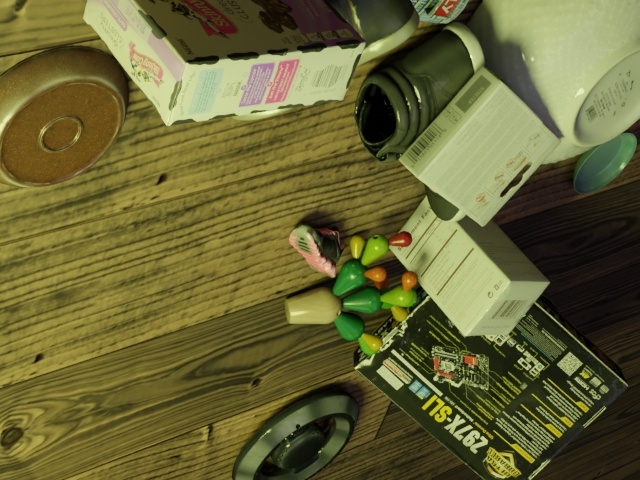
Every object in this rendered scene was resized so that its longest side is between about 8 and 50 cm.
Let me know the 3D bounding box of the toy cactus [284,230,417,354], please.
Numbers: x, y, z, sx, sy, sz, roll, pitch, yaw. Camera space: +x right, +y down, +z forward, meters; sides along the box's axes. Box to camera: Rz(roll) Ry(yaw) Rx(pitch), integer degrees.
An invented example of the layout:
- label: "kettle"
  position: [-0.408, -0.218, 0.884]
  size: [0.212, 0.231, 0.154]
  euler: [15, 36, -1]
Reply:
- label: "toy cactus"
  position: [0.041, 0.072, 1.748]
  size: [0.181, 0.112, 0.219]
  euler: [-8, 144, -12]

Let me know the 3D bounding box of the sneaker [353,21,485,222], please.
- label: "sneaker"
  position: [0.111, -0.116, 1.551]
  size: [0.147, 0.104, 0.295]
  euler: [-25, 141, -18]

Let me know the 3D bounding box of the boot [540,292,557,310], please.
- label: "boot"
  position: [0.352, 0.162, 2.092]
  size: [0.085, 0.178, 0.236]
  euler: [-51, 147, 19]

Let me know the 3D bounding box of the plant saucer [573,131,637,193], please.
- label: "plant saucer"
  position: [0.421, -0.121, 1.944]
  size: [0.119, 0.021, 0.119]
  euler: [-26, 147, -19]

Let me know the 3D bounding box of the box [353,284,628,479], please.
- label: "box"
  position: [0.251, 0.190, 1.920]
  size: [0.257, 0.322, 0.079]
  euler: [-47, -169, 15]

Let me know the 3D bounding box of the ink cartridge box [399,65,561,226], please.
- label: "ink cartridge box"
  position: [0.190, -0.107, 1.511]
  size: [0.145, 0.045, 0.179]
  euler: [-48, 146, 8]

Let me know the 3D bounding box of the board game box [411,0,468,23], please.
- label: "board game box"
  position: [0.145, -0.307, 1.367]
  size: [0.194, 0.060, 0.194]
  euler: [-2, 134, -44]

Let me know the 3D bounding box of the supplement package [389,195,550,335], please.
- label: "supplement package"
  position: [0.200, 0.032, 1.756]
  size: [0.105, 0.179, 0.105]
  euler: [3, 130, -48]

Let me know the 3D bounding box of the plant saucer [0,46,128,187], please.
- label: "plant saucer"
  position: [-0.253, -0.109, 1.239]
  size: [0.168, 0.029, 0.168]
  euler: [-26, 148, -18]

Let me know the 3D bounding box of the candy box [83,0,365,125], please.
- label: "candy box"
  position: [-0.088, -0.190, 1.171]
  size: [0.196, 0.165, 0.070]
  euler: [-13, 141, -36]

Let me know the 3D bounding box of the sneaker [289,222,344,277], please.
- label: "sneaker"
  position: [0.000, 0.000, 1.648]
  size: [0.057, 0.047, 0.119]
  euler: [-57, 153, -12]

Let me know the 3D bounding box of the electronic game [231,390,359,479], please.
- label: "electronic game"
  position: [-0.037, 0.316, 2.012]
  size: [0.229, 0.048, 0.229]
  euler: [-28, 148, -20]

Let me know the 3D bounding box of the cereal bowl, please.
- label: "cereal bowl"
  position: [0.328, -0.220, 1.600]
  size: [0.339, 0.141, 0.339]
  euler: [-28, 148, -19]

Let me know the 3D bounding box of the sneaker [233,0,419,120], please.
- label: "sneaker"
  position: [-0.023, -0.216, 1.312]
  size: [0.222, 0.083, 0.118]
  euler: [-29, 120, 14]
